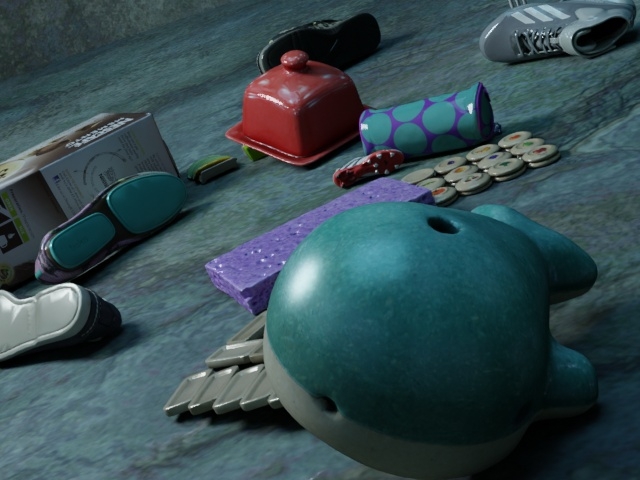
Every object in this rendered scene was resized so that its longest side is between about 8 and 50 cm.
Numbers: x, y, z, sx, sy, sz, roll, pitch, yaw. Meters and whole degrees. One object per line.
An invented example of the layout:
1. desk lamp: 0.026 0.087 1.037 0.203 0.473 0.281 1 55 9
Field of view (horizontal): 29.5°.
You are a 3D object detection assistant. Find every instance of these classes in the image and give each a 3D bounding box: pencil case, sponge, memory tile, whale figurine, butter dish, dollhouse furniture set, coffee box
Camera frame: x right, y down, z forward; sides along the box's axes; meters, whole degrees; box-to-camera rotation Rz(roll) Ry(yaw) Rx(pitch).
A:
1. pencil case: 0.118 -0.129 1.347 0.151 0.064 0.070 -10 37 29
2. sponge: 0.000 0.000 1.168 0.210 0.031 0.117 -28 19 -17
3. memory tile: 0.160 -0.074 1.230 0.148 0.012 0.113 -22 18 -3
4. whale figurine: 0.086 0.029 0.768 0.216 0.141 0.272 31 38 25
5. butter dish: -0.025 -0.181 1.524 0.160 0.118 0.160 -34 40 -31
6. dollhouse furniture set: -0.116 -0.134 1.620 0.151 0.059 0.076 -26 19 -15
7. coffee box: -0.344 -0.049 1.533 0.297 0.119 0.168 -31 20 -26

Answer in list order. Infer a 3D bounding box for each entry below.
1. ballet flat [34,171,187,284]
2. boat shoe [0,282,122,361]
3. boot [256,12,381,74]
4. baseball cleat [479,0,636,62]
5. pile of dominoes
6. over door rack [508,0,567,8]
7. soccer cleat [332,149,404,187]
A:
1. ballet flat: -0.254 -0.015 1.434 0.221 0.077 0.079 -38 6 -41
2. boat shoe: -0.281 0.087 1.215 0.206 0.075 0.065 -12 -23 39
3. boot: -0.039 -0.303 1.975 0.236 0.085 0.178 -26 16 -33
4. baseball cleat: 0.290 -0.261 1.524 0.205 0.072 0.109 -16 25 26
5. pile of dominoes: 0.005 0.089 0.942 0.251 0.040 0.196 -13 19 46
6. over door rack: 0.371 -0.443 1.687 0.324 0.240 0.108 -14 25 20
7. soccer cleat: 0.052 -0.083 1.348 0.083 0.029 0.036 -22 22 10
